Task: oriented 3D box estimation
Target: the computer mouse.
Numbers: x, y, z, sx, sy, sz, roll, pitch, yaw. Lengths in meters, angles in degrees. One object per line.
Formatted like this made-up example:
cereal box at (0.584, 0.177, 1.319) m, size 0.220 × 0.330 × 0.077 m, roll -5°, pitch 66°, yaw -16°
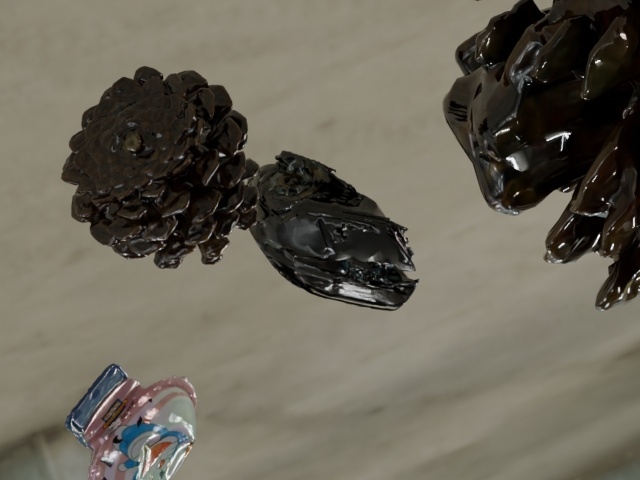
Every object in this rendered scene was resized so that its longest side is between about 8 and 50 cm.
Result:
computer mouse at (0.000, 0.000, 1.834) m, size 0.077 × 0.241 × 0.146 m, roll -43°, pitch 137°, yaw -27°

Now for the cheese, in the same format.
cheese at (-0.226, 0.229, 2.201) m, size 0.189 × 0.074 × 0.286 m, roll -52°, pitch 153°, yaw -12°

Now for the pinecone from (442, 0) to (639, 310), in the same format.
pinecone at (0.279, -0.155, 1.387) m, size 0.397 × 0.398 × 0.398 m, roll -21°, pitch 166°, yaw -5°

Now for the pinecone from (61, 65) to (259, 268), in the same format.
pinecone at (-0.121, -0.049, 1.515) m, size 0.163 × 0.163 × 0.165 m, roll -25°, pitch 146°, yaw 10°
